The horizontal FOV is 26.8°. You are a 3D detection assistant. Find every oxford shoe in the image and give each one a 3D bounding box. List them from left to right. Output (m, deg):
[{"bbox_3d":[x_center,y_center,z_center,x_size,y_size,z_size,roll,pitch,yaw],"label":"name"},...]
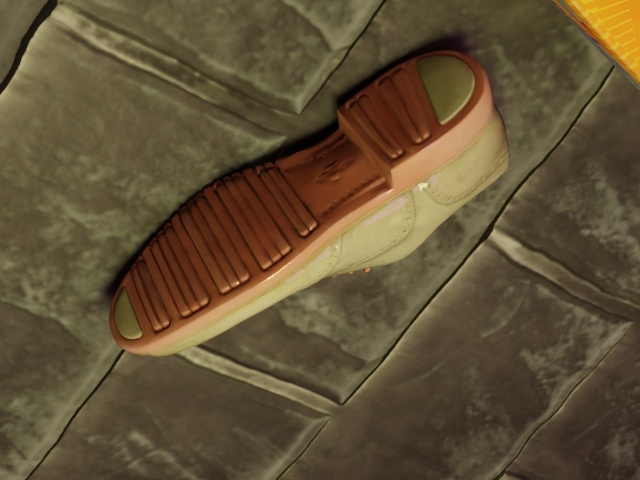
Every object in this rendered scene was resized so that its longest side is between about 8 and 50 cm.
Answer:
[{"bbox_3d":[0.000,0.000,1.189,0.397,0.140,0.146,-31,137,6],"label":"oxford shoe"}]

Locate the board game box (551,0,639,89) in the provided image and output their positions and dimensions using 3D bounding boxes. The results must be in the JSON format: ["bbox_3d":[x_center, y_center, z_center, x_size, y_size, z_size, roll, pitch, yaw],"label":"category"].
[{"bbox_3d":[0.267,-0.315,0.916,0.356,0.356,0.356,-43,128,13],"label":"board game box"}]
